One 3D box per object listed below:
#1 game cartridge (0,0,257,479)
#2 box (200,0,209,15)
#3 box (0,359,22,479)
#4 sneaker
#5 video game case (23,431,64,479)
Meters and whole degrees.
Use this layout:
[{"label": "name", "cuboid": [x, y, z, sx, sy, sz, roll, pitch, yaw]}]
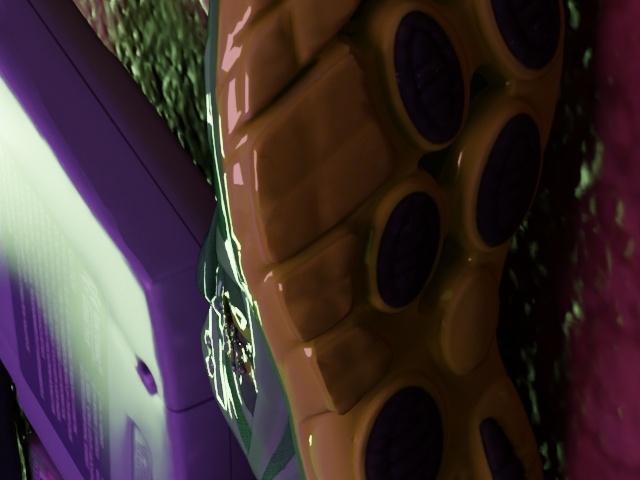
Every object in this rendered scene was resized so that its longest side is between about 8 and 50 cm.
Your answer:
[{"label": "game cartridge", "cuboid": [-0.090, 0.043, 0.682, 0.198, 0.062, 0.297, 49, 153, 25]}, {"label": "box", "cuboid": [-0.012, -0.152, 0.489, 0.164, 0.021, 0.201, 63, 151, 8]}, {"label": "box", "cuboid": [-0.254, 0.109, 0.948, 0.153, 0.108, 0.207, -133, 34, -51]}, {"label": "sneaker", "cuboid": [0.000, 0.000, 0.470, 0.123, 0.109, 0.296, 38, 143, 42]}, {"label": "video game case", "cuboid": [-0.121, 0.246, 0.930, 0.193, 0.023, 0.212, 43, 142, 37]}]
